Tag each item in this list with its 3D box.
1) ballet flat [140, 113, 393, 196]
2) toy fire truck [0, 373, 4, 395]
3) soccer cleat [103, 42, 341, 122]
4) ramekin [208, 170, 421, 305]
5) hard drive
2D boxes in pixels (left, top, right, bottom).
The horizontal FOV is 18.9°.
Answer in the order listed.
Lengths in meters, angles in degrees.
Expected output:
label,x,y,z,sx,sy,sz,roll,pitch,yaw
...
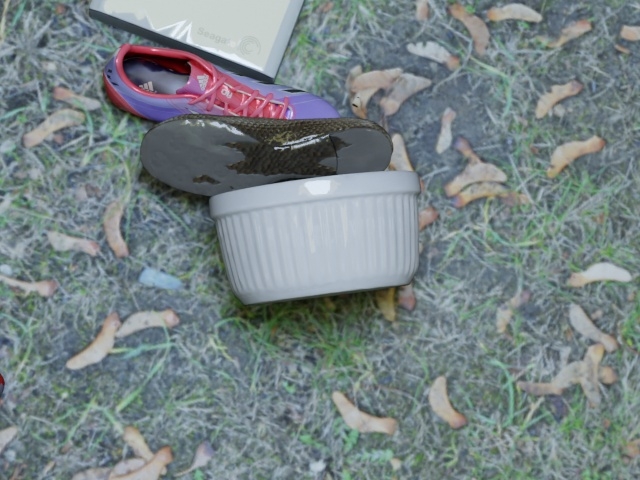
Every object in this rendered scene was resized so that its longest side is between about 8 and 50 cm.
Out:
label,x,y,z,sx,sy,sz,roll,pitch,yaw
ballet flat,-0.053,-0.091,1.897,0.250,0.058,0.084,-3,111,-2
toy fire truck,-0.363,0.071,1.868,0.192,0.047,0.135,44,75,4
soccer cleat,-0.097,-0.140,1.924,0.248,0.095,0.083,16,76,-3
ramekin,0.000,0.000,1.854,0.207,0.207,0.109,-7,88,-8
hard drive,-0.090,-0.339,1.989,0.203,0.040,0.307,21,79,-2
